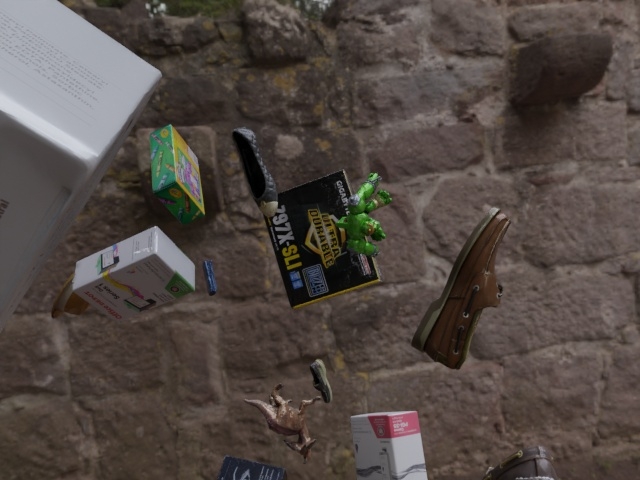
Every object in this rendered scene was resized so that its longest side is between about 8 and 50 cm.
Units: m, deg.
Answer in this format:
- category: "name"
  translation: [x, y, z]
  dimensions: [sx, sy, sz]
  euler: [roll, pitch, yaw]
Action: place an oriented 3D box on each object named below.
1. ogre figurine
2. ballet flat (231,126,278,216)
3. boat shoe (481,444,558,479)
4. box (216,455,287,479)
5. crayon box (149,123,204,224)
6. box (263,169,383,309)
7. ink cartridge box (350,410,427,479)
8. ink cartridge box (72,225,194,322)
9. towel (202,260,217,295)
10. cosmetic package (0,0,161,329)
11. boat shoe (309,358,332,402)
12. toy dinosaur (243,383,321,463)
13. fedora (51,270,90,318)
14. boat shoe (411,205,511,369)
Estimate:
- category: "ogre figurine"
  translation: [0.100, -0.043, 1.262]
  dimensions: [0.097, 0.197, 0.118]
  euler: [32, 35, 23]
- category: "ballet flat"
  translation: [-0.123, -0.123, 1.003]
  dimensions: [0.057, 0.173, 0.049]
  euler: [-23, -4, 35]
- category: "boat shoe"
  translation: [0.357, 0.475, 1.036]
  dimensions: [0.116, 0.097, 0.324]
  euler: [8, -35, 2]
- category: "box"
  translation: [-0.225, 0.788, 1.726]
  dimensions: [0.207, 0.108, 0.153]
  euler: [9, 43, 11]
- category: "crayon box"
  translation: [-0.442, -0.205, 1.691]
  dimensions: [0.081, 0.278, 0.165]
  euler: [-23, -40, 7]
- category: "box"
  translation: [0.000, 0.000, 1.511]
  dimensions: [0.257, 0.322, 0.079]
  euler: [-19, -9, 12]
- category: "ink cartridge box"
  translation: [0.205, 0.662, 1.638]
  dimensions: [0.117, 0.283, 0.207]
  euler: [4, -19, -32]
- category: "ink cartridge box"
  translation: [-0.539, 0.105, 1.601]
  dimensions: [0.278, 0.117, 0.201]
  euler: [-23, -43, 10]
- category: "towel"
  translation: [-0.395, 0.134, 1.961]
  dimensions: [0.029, 0.119, 0.067]
  euler: [-10, -15, -23]
- category: "cosmetic package"
  translation: [-0.426, -0.117, 0.619]
  dimensions: [0.327, 0.329, 0.394]
  euler: [32, 20, -21]
- category: "boat shoe"
  translation: [-0.003, 0.461, 1.782]
  dimensions: [0.049, 0.152, 0.056]
  euler: [-20, 9, -28]
- category: "toy dinosaur"
  translation: [-0.111, 0.600, 1.800]
  dimensions: [0.295, 0.200, 0.127]
  euler: [29, -44, -27]
- category: "fedora"
  translation: [-0.752, 0.170, 1.703]
  dimensions: [0.079, 0.194, 0.194]
  euler: [31, 1, -7]
- category: "boat shoe"
  translation: [0.288, 0.091, 1.020]
  dimensions: [0.104, 0.307, 0.110]
  euler: [29, 8, 25]
